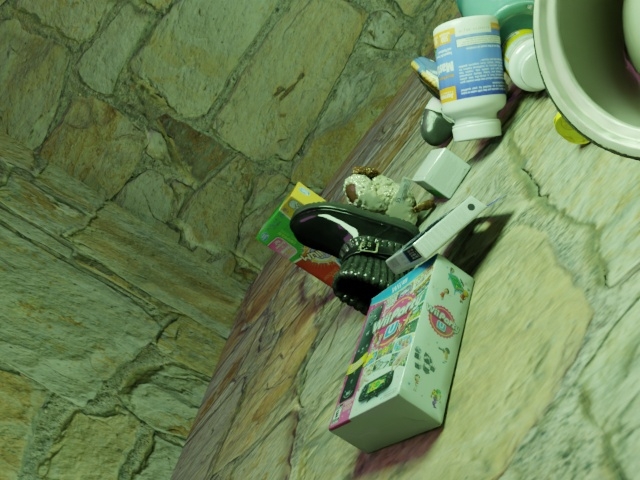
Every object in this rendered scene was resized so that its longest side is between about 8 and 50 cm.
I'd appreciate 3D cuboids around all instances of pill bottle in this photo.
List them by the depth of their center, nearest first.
[{"bbox_3d":[0.482,-0.411,1.332,0.117,0.117,0.215,-51,12,26],"label":"pill bottle"},{"bbox_3d":[0.357,-0.376,1.383,0.152,0.152,0.272,-155,57,-80],"label":"pill bottle"}]

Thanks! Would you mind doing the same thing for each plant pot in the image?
[{"bbox_3d":[0.494,-0.592,1.501,0.271,0.272,0.255,-46,29,44],"label":"plant pot"}]

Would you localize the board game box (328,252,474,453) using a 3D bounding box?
[{"bbox_3d":[0.147,0.201,1.046,0.224,0.097,0.303,-44,15,47],"label":"board game box"}]

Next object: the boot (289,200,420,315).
[{"bbox_3d":[0.057,0.039,1.380,0.260,0.348,0.131,-63,-25,-45],"label":"boot"}]

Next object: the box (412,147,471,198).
[{"bbox_3d":[0.305,-0.170,1.479,0.102,0.087,0.101,-56,10,0],"label":"box"}]

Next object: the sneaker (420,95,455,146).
[{"bbox_3d":[0.410,-0.423,1.685,0.330,0.122,0.146,-56,8,2],"label":"sneaker"}]

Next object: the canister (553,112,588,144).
[{"bbox_3d":[0.481,-0.263,1.004,0.126,0.073,0.170,-39,18,57],"label":"canister"}]

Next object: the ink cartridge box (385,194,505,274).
[{"bbox_3d":[0.241,-0.020,1.158,0.208,0.045,0.206,-36,-5,-13],"label":"ink cartridge box"}]

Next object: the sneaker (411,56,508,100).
[{"bbox_3d":[0.381,-0.439,1.596,0.131,0.296,0.112,-49,-30,6],"label":"sneaker"}]

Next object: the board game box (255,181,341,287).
[{"bbox_3d":[0.000,0.000,1.713,0.242,0.316,0.064,-46,15,46],"label":"board game box"}]

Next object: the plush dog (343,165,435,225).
[{"bbox_3d":[0.180,-0.101,1.588,0.211,0.262,0.225,-22,24,0],"label":"plush dog"}]

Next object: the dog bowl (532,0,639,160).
[{"bbox_3d":[0.431,-0.281,0.612,0.408,0.150,0.408,3,93,63],"label":"dog bowl"}]
